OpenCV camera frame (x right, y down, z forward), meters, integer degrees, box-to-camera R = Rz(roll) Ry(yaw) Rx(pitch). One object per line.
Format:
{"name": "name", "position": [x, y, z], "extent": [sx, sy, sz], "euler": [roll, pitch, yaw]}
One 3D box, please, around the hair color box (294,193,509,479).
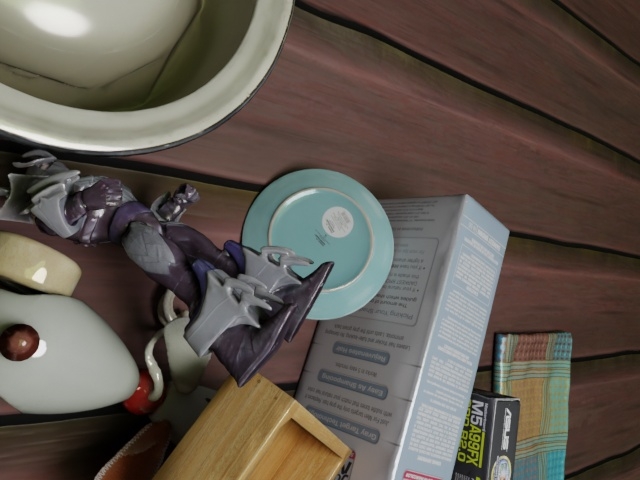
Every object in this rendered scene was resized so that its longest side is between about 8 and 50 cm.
{"name": "hair color box", "position": [0.093, 0.135, 0.714], "extent": [0.113, 0.185, 0.375], "euler": [31, 71, -37]}

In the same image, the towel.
{"name": "towel", "position": [0.412, 0.364, 1.089], "extent": [0.271, 0.040, 0.371], "euler": [7, 86, -41]}

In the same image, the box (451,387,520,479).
{"name": "box", "position": [0.136, 0.318, 0.732], "extent": [0.060, 0.216, 0.270], "euler": [14, 80, -40]}

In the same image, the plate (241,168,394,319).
{"name": "plate", "position": [0.000, 0.000, 0.676], "extent": [0.188, 0.024, 0.188], "euler": [2, 77, -8]}

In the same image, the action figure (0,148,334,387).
{"name": "action figure", "position": [-0.139, -0.004, 0.475], "extent": [0.099, 0.284, 0.185], "euler": [-62, 170, 16]}

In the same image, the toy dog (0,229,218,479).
{"name": "toy dog", "position": [-0.180, 0.118, 0.495], "extent": [0.333, 0.160, 0.220], "euler": [13, 82, -40]}

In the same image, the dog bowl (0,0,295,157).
{"name": "dog bowl", "position": [-0.221, -0.266, 0.467], "extent": [0.407, 0.150, 0.409], "euler": [0, 90, -40]}

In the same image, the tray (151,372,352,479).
{"name": "tray", "position": [-0.138, 0.324, 0.501], "extent": [0.411, 0.076, 0.203], "euler": [-52, 148, -16]}
